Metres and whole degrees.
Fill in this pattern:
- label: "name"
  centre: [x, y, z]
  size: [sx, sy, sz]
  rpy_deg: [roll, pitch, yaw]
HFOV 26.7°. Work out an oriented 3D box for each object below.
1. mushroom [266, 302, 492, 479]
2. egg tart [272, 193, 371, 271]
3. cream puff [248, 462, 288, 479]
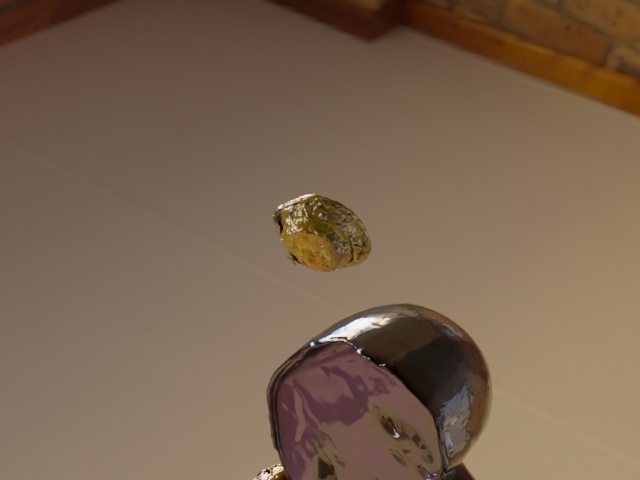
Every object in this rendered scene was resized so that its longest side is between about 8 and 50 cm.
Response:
- label: "mushroom"
  centre: [0.047, 0.105, 0.849]
  size: [0.141, 0.188, 0.117]
  rpy_deg: [44, -121, 0]
- label: "egg tart"
  centre: [0.000, 0.000, 1.661]
  size: [0.130, 0.130, 0.052]
  rpy_deg: [19, -128, 6]
- label: "cream puff"
  centre: [-0.041, 0.300, 1.461]
  size: [0.119, 0.133, 0.104]
  rpy_deg: [-2, -164, -38]
